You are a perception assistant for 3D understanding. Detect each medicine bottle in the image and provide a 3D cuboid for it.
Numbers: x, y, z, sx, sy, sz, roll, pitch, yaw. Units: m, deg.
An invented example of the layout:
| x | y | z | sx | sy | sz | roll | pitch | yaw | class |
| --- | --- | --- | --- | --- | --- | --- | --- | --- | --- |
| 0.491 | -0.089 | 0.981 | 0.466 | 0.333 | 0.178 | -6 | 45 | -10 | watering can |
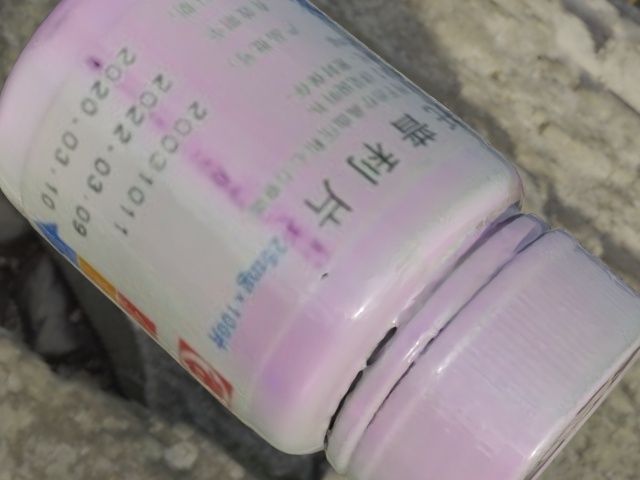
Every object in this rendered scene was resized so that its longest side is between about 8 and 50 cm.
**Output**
| x | y | z | sx | sy | sz | roll | pitch | yaw | class |
| --- | --- | --- | --- | --- | --- | --- | --- | --- | --- |
| 0.000 | 0.000 | 0.546 | 0.254 | 0.152 | 0.152 | 39 | 39 | 16 | medicine bottle |
